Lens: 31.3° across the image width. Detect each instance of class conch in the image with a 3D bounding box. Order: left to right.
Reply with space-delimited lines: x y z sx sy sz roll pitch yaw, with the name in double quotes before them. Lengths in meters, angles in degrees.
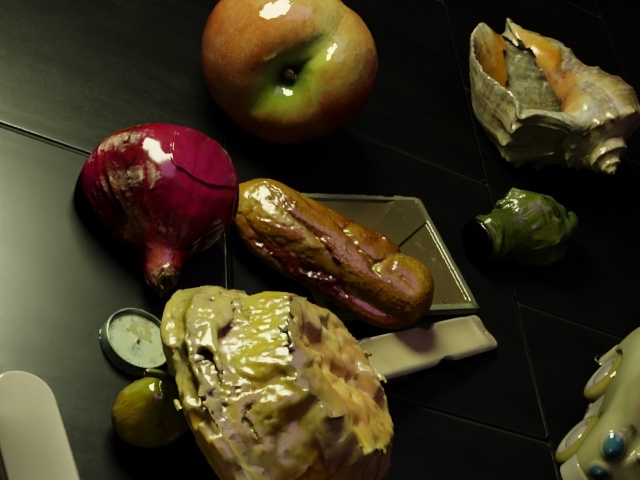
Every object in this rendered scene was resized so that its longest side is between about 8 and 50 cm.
"conch" 0.372 -0.226 1.975 0.297 0.210 0.352 -4 36 -42

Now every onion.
"onion" -0.187 -0.039 1.374 0.195 0.140 0.218 22 45 -33

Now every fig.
"fig" -0.170 0.171 1.201 0.084 0.098 0.082 24 39 -22

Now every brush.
"brush" 0.136 0.150 1.528 0.321 0.050 0.060 -6 55 -52

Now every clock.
"clock" -0.207 0.114 1.290 0.085 0.017 0.085 23 42 -22

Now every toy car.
"toy car" 0.494 0.260 1.570 0.242 0.226 0.336 42 39 2

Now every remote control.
"remote control" -0.273 0.235 1.115 0.077 0.022 0.245 -1 55 -38

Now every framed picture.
"framed picture" 0.078 0.019 1.623 0.289 0.016 0.213 -1 53 -40

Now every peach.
"peach" -0.048 -0.259 1.620 0.252 0.252 0.252 23 41 -22

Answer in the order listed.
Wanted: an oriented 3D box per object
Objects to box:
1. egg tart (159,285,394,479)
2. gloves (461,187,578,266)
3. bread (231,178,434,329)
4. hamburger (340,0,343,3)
"egg tart" -0.023 0.173 1.227 0.352 0.150 0.352 47 17 -19
"gloves" 0.329 -0.020 1.810 0.268 0.107 0.135 -16 95 -49
"bread" -0.002 0.001 1.490 0.344 0.084 0.124 32 36 -3
"hamburger" -0.026 -0.341 1.828 0.137 0.087 0.166 38 39 -5
